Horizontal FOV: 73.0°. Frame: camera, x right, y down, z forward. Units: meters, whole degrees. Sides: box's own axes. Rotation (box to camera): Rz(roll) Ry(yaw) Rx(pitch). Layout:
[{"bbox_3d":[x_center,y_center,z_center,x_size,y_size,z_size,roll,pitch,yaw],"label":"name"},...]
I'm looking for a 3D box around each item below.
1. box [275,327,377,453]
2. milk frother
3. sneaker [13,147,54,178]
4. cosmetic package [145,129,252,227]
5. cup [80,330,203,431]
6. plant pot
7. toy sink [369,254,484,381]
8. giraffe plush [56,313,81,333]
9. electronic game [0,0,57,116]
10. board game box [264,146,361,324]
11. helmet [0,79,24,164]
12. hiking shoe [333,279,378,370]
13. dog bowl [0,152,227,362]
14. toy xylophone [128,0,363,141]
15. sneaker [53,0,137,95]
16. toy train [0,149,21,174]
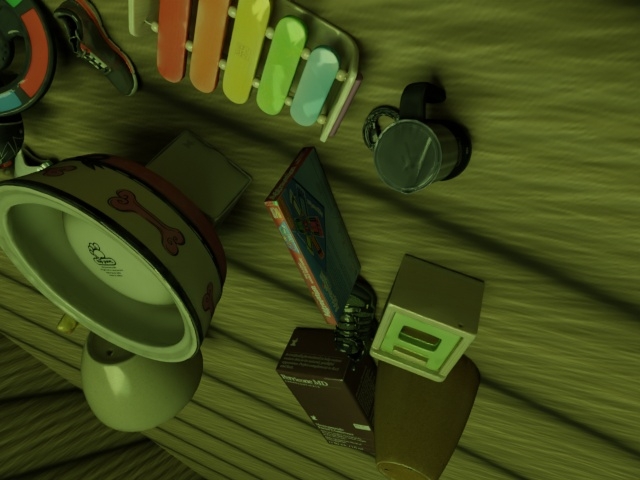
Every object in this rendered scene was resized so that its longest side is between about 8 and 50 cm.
[{"bbox_3d":[0.059,0.403,1.136,0.191,0.143,0.381,-2,130,31],"label":"box"},{"bbox_3d":[0.103,-0.124,0.562,0.143,0.134,0.129,-15,93,35],"label":"milk frother"},{"bbox_3d":[-0.607,-0.134,0.987,0.212,0.080,0.094,29,128,0],"label":"sneaker"},{"bbox_3d":[-0.276,-0.050,0.849,0.153,0.129,0.296,37,138,-8],"label":"cosmetic package"},{"bbox_3d":[-0.517,0.321,1.204,0.331,0.331,0.237,15,140,14],"label":"cup"},{"bbox_3d":[0.210,0.386,0.948,0.237,0.254,0.237,16,138,15],"label":"plant pot"},{"bbox_3d":[0.188,0.168,0.824,0.152,0.131,0.234,20,140,9],"label":"toy sink"},{"bbox_3d":[-0.684,0.220,1.354,0.170,0.181,0.210,34,105,-23],"label":"giraffe plush"},{"bbox_3d":[-0.546,-0.318,0.698,0.229,0.048,0.229,-1,106,-2],"label":"electronic game"},{"bbox_3d":[0.000,0.000,0.740,0.027,0.145,0.281,-1,132,28],"label":"board game box"},{"bbox_3d":[-0.642,-0.213,0.801,0.169,0.169,0.162,-19,92,40],"label":"helmet"},{"bbox_3d":[0.071,0.178,0.910,0.086,0.114,0.227,1,133,27],"label":"hiking shoe"},{"bbox_3d":[-0.346,0.029,0.757,0.408,0.150,0.408,17,137,16],"label":"dog bowl"},{"bbox_3d":[-0.087,-0.279,0.545,0.322,0.081,0.236,23,139,4],"label":"toy xylophone"},{"bbox_3d":[-0.360,-0.296,0.686,0.061,0.065,0.158,-5,130,32],"label":"sneaker"},{"bbox_3d":[-0.696,-0.221,0.951,0.166,0.046,0.125,-10,116,39],"label":"toy train"}]
